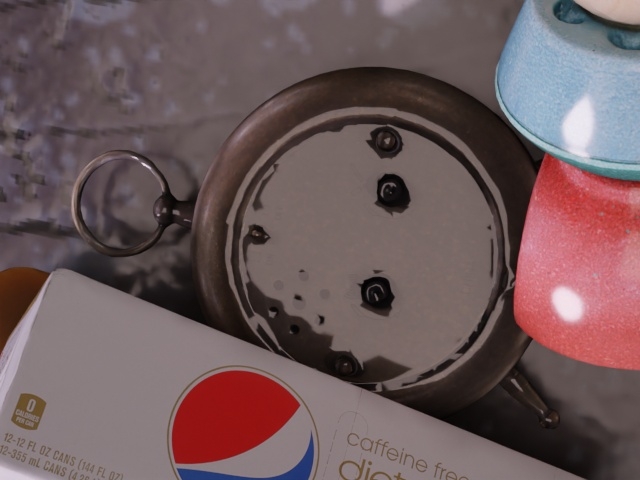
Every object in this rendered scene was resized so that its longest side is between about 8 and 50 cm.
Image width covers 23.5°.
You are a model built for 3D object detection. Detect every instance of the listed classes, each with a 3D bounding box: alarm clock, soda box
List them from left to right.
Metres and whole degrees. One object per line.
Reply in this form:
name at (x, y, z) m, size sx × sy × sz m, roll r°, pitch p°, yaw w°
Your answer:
soda box at (-0.007, 0.087, 0.510) m, size 0.216 × 0.074 × 0.069 m, roll 23°, pitch 63°, yaw -13°
alarm clock at (0.000, 0.000, 0.554) m, size 0.192 × 0.064 × 0.129 m, roll 9°, pitch 95°, yaw 11°

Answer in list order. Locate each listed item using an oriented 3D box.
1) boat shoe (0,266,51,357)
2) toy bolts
boat shoe at (-0.062, 0.101, 0.569) m, size 0.207 × 0.073 × 0.073 m, roll 49°, pitch 137°, yaw 5°
toy bolts at (0.167, -0.060, 0.436) m, size 0.228 × 0.218 × 0.158 m, roll 7°, pitch 136°, yaw 18°
